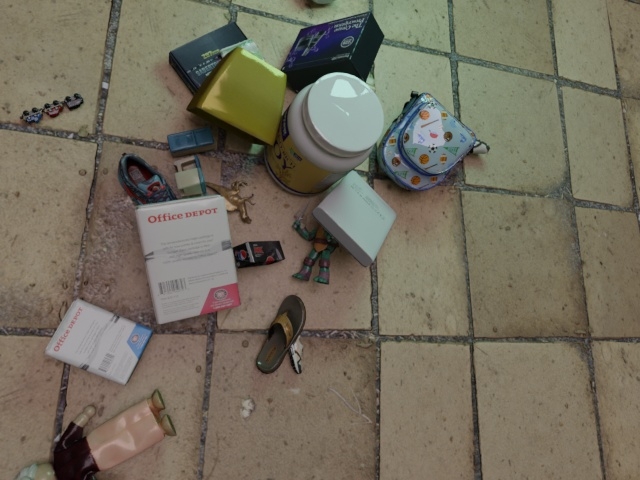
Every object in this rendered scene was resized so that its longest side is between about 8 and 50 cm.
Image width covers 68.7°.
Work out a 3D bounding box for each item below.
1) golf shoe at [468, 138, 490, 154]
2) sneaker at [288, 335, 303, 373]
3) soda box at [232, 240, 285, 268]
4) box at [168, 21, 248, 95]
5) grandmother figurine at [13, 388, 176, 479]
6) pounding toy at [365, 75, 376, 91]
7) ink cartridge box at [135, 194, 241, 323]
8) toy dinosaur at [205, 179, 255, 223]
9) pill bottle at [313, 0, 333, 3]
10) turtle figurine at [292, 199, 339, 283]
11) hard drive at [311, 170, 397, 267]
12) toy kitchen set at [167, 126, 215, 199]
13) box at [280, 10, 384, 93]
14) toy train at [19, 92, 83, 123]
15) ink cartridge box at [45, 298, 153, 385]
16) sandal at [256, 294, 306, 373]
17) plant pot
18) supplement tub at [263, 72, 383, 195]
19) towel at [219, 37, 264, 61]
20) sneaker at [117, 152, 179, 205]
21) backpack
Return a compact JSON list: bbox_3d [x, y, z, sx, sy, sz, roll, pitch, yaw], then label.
[{"bbox_3d":[0.473,-0.301,1.580,0.198,0.077,0.094,8,86,-9],"label":"golf shoe"},{"bbox_3d":[-0.063,0.306,1.271,0.044,0.040,0.109,-10,81,-22],"label":"sneaker"},{"bbox_3d":[-0.160,0.035,1.239,0.053,0.169,0.060,-21,83,23],"label":"soda box"},{"bbox_3d":[-0.294,-0.512,1.374,0.232,0.059,0.183,-36,90,-23],"label":"box"},{"bbox_3d":[-0.508,0.483,1.056,0.342,0.104,0.208,-24,58,-19],"label":"grandmother figurine"},{"bbox_3d":[0.087,-0.424,1.402,0.094,0.206,0.181,28,71,-10],"label":"pounding toy"},{"bbox_3d":[-0.325,0.038,1.157,0.207,0.117,0.283,-11,102,-20],"label":"ink cartridge box"},{"bbox_3d":[-0.246,-0.129,1.305,0.183,0.053,0.092,42,70,-5],"label":"toy dinosaur"},{"bbox_3d":[-0.020,-0.941,1.504,0.176,0.176,0.318,-16,83,-21],"label":"pill bottle"},{"bbox_3d":[0.000,0.000,1.311,0.118,0.175,0.234,17,80,-32],"label":"turtle figurine"},{"bbox_3d":[0.107,-0.074,1.325,0.203,0.040,0.307,45,33,-4],"label":"hard drive"},{"bbox_3d":[-0.325,-0.215,1.223,0.122,0.166,0.207,-15,79,-12],"label":"toy kitchen set"},{"bbox_3d":[0.032,-0.548,1.382,0.103,0.261,0.184,39,64,-47],"label":"box"},{"bbox_3d":[-0.697,-0.340,1.220,0.158,0.027,0.036,-30,99,-23],"label":"toy train"},{"bbox_3d":[-0.518,0.241,1.112,0.190,0.082,0.139,26,70,-10],"label":"ink cartridge box"},{"bbox_3d":[-0.110,0.244,1.243,0.090,0.060,0.219,22,73,30],"label":"sandal"},{"bbox_3d":[-0.207,-0.384,1.242,0.212,0.212,0.187,23,93,-26],"label":"plant pot"},{"bbox_3d":[0.001,-0.274,1.263,0.241,0.331,0.241,5,76,-22],"label":"supplement tub"},{"bbox_3d":[-0.210,-0.499,1.360,0.113,0.023,0.152,-30,93,-20],"label":"towel"},{"bbox_3d":[-0.430,-0.113,1.200,0.262,0.125,0.104,47,69,-3],"label":"sneaker"},{"bbox_3d":[0.314,-0.283,1.436,0.276,0.213,0.263,40,98,-3],"label":"backpack"}]
